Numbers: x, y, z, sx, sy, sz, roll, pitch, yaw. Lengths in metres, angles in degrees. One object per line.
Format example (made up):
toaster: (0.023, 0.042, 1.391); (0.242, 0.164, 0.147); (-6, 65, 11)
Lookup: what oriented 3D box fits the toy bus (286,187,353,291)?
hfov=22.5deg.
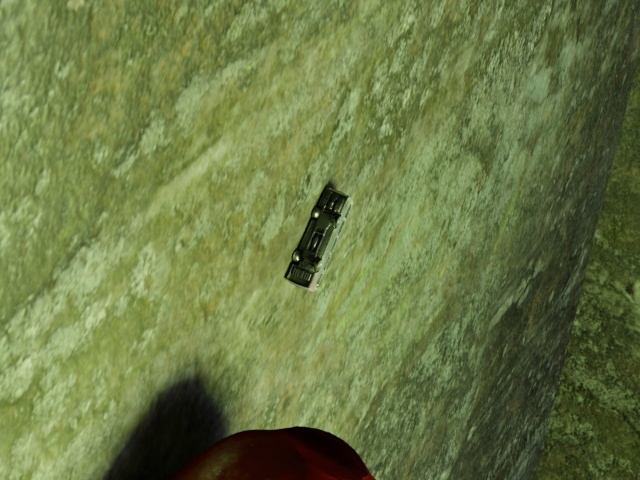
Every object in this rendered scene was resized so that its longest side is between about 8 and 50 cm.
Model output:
toy bus: (0.000, 0.000, 2.018); (0.131, 0.037, 0.052); (-67, 165, -6)

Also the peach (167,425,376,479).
peach: (-0.051, 0.392, 1.836); (0.388, 0.388, 0.388); (-52, 154, -38)
